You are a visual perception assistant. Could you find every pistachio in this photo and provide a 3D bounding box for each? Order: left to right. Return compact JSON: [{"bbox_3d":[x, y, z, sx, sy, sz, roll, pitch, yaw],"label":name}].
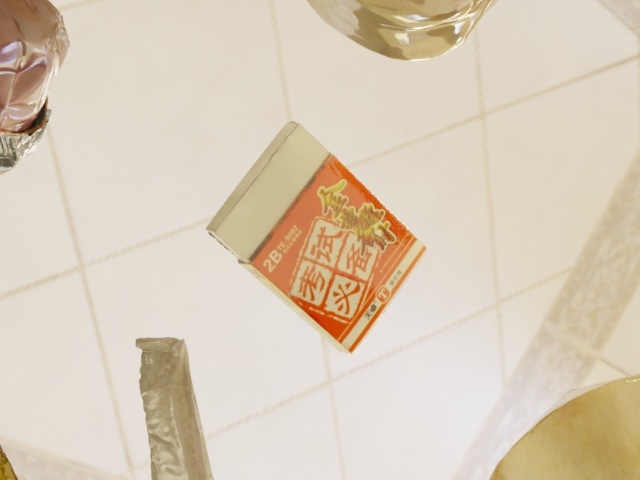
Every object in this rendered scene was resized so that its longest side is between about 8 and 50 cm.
[{"bbox_3d":[0.052,-0.322,1.093,0.208,0.226,0.331,-26,93,-57],"label":"pistachio"}]

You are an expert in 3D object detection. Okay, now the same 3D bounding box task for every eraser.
[{"bbox_3d":[0.000,0.000,1.363,0.230,0.038,0.157,43,76,-25],"label":"eraser"}]

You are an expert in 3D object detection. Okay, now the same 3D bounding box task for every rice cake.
[{"bbox_3d":[-0.114,0.199,1.025,0.055,0.269,0.049,-17,149,-1],"label":"rice cake"}]

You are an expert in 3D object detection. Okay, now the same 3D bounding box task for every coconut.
[{"bbox_3d":[0.316,0.261,1.204,0.329,0.329,0.328,-13,115,-28],"label":"coconut"}]

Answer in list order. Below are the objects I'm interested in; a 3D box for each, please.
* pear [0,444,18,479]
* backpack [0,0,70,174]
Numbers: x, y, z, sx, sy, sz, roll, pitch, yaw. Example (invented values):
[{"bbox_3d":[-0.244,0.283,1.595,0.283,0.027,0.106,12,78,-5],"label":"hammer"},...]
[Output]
[{"bbox_3d":[-0.491,0.302,1.487,0.191,0.340,0.386,-31,118,-26],"label":"pear"},{"bbox_3d":[-0.460,-0.265,1.618,0.283,0.317,0.197,40,48,-2],"label":"backpack"}]
